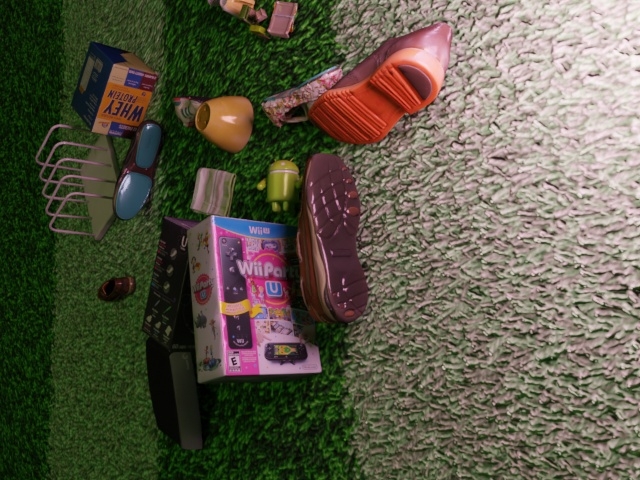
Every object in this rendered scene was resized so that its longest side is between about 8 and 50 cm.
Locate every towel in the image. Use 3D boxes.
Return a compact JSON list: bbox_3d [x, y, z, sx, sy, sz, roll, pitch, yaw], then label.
[{"bbox_3d":[-0.257,-0.114,1.855,0.152,0.023,0.113,14,96,50],"label":"towel"}]

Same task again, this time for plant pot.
[{"bbox_3d":[-0.231,-0.274,1.792,0.134,0.095,0.134,-10,77,50],"label":"plant pot"}]

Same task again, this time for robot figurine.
[{"bbox_3d":[-0.077,-0.113,1.606,0.101,0.067,0.115,-2,82,22],"label":"robot figurine"}]

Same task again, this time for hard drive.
[{"bbox_3d":[-0.342,0.349,1.807,0.172,0.054,0.254,16,115,51],"label":"hard drive"}]

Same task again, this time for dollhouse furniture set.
[{"bbox_3d":[-0.106,-0.487,1.733,0.152,0.058,0.076,16,89,31],"label":"dollhouse furniture set"}]

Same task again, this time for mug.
[{"bbox_3d":[-0.195,-0.557,1.816,0.078,0.064,0.062,-36,57,41],"label":"mug"}]

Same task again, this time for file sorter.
[{"bbox_3d":[-0.711,-0.173,2.288,0.193,0.173,0.277,-47,52,36],"label":"file sorter"}]

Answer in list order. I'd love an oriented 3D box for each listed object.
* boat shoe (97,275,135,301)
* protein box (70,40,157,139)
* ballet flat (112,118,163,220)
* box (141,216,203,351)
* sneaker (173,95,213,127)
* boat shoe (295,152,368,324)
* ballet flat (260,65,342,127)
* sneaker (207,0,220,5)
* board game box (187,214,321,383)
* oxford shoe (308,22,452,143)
[{"bbox_3d":[-0.584,0.132,2.176,0.178,0.060,0.064,-18,71,47],"label":"boat shoe"},{"bbox_3d":[-0.587,-0.423,2.205,0.200,0.136,0.201,43,117,44],"label":"protein box"},{"bbox_3d":[-0.494,-0.190,2.106,0.096,0.095,0.280,21,90,59],"label":"ballet flat"},{"bbox_3d":[-0.271,0.099,1.728,0.143,0.165,0.270,22,102,49],"label":"box"},{"bbox_3d":[-0.312,-0.318,1.937,0.161,0.057,0.075,18,115,48],"label":"sneaker"},{"bbox_3d":[0.000,0.000,1.460,0.120,0.122,0.324,-22,67,50],"label":"boat shoe"},{"bbox_3d":[-0.028,-0.286,1.581,0.241,0.091,0.077,-10,107,53],"label":"ballet flat"},{"bbox_3d":[-0.238,-0.639,1.893,0.134,0.051,0.070,-54,46,25],"label":"sneaker"},{"bbox_3d":[-0.130,0.118,1.514,0.097,0.224,0.303,-27,65,46],"label":"board game box"},{"bbox_3d":[0.109,-0.275,1.401,0.364,0.130,0.133,-15,40,55],"label":"oxford shoe"}]
